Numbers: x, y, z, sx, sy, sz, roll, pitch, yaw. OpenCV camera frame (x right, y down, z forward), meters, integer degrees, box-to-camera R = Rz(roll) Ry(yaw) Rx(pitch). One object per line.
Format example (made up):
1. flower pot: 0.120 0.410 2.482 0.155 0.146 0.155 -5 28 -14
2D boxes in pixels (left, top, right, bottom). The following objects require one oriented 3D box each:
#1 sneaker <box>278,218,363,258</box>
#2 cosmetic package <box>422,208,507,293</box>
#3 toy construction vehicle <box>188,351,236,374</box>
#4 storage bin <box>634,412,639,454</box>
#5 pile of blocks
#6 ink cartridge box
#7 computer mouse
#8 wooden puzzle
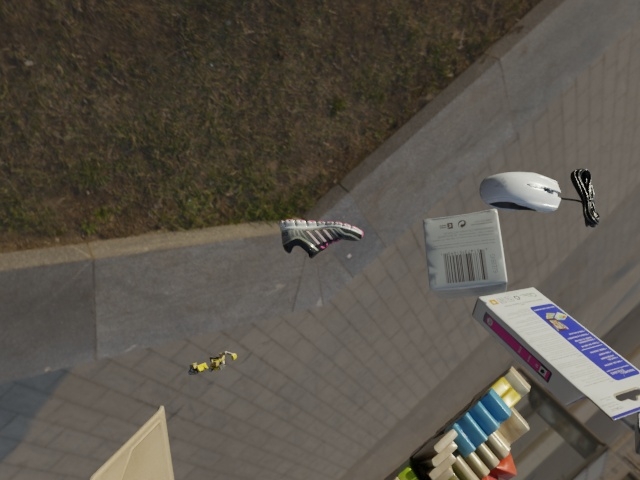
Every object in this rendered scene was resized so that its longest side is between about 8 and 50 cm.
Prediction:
1. sneaker: 0.000 0.000 0.989 0.170 0.063 0.075 3 86 -6
2. cosmetic package: 0.311 0.037 1.061 0.151 0.151 0.183 -8 166 17
3. toy construction vehicle: -0.272 0.306 1.246 0.098 0.035 0.086 -14 176 30
4. storage bin: 0.643 0.366 0.898 0.098 0.135 0.091 -58 148 -42
5. pile of blocks: 0.206 0.318 0.699 0.362 0.113 0.149 -31 159 -24
6. ink cartridge box: 0.507 0.233 1.041 0.175 0.371 0.069 -6 120 -23
7. computer mouse: 0.371 -0.081 0.840 0.193 0.106 0.042 5 160 5
8. wooden puzzle: -0.360 0.477 0.959 0.239 0.044 0.221 -51 142 -69
